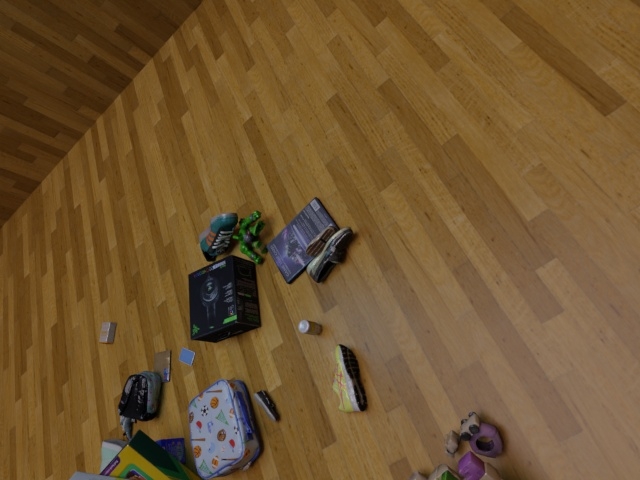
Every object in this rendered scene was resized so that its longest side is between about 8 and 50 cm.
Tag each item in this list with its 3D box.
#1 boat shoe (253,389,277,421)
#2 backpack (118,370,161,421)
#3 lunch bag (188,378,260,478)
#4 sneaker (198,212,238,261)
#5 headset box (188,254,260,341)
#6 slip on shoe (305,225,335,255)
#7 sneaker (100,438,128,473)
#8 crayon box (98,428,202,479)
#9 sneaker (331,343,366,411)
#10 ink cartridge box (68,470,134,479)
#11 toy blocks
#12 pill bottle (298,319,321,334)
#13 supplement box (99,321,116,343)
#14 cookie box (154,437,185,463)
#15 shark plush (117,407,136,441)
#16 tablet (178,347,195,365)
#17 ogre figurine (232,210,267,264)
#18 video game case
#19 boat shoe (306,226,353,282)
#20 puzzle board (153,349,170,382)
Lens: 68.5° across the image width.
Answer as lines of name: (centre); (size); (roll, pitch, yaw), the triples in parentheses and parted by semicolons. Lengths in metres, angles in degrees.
boat shoe: (-0.178, 0.556, 1.584); (0.125, 0.038, 0.046); (37, 140, 39)
backpack: (-0.720, 0.621, 1.896); (0.152, 0.115, 0.182); (3, 86, 16)
lunch bag: (-0.329, 0.647, 1.616); (0.243, 0.115, 0.303); (-37, 55, 17)
sneaker: (-0.396, -0.010, 1.868); (0.302, 0.108, 0.121); (-38, 64, 52)
headset box: (-0.367, 0.235, 1.774); (0.246, 0.131, 0.283); (-23, 63, 28)
slip on shoe: (0.000, 0.000, 1.622); (0.135, 0.051, 0.041); (-50, 13, 21)
sneaker: (-0.779, 0.892, 1.869); (0.256, 0.094, 0.151); (-3, 79, 33)
crayon box: (-0.634, 0.899, 1.628); (0.313, 0.106, 0.363); (41, 97, -4)
sneaker: (0.067, 0.422, 1.430); (0.094, 0.081, 0.208); (-27, 60, 28)
ink cartridge box: (-0.646, 0.928, 1.496); (0.385, 0.160, 0.279); (9, 99, 0)
toy blocks: (0.369, 0.641, 1.083); (0.260, 0.309, 0.288); (38, 112, 5)
pill bottle: (-0.032, 0.288, 1.544); (0.043, 0.083, 0.043); (-13, 66, 32)
supplement box: (-1.005, 0.437, 2.219); (0.062, 0.036, 0.098); (-8, 70, 34)
cookie box: (-0.554, 0.779, 1.731); (0.040, 0.107, 0.092); (-28, 60, 25)
shark plush: (-0.799, 0.751, 1.953); (0.067, 0.073, 0.161); (-8, 61, 1)
tablet: (-0.538, 0.468, 1.894); (0.083, 0.006, 0.054); (8, 79, 38)
ogre figurine: (-0.269, -0.016, 1.808); (0.118, 0.097, 0.197); (8, 121, 41)
video game case: (-0.064, -0.001, 1.707); (0.274, 0.026, 0.196); (-44, 54, 16)
boat shoe: (0.043, 0.052, 1.582); (0.223, 0.080, 0.073); (-49, 58, 18)
puzzle board: (-0.659, 0.527, 1.957); (0.096, 0.011, 0.128); (-18, 65, 29)
